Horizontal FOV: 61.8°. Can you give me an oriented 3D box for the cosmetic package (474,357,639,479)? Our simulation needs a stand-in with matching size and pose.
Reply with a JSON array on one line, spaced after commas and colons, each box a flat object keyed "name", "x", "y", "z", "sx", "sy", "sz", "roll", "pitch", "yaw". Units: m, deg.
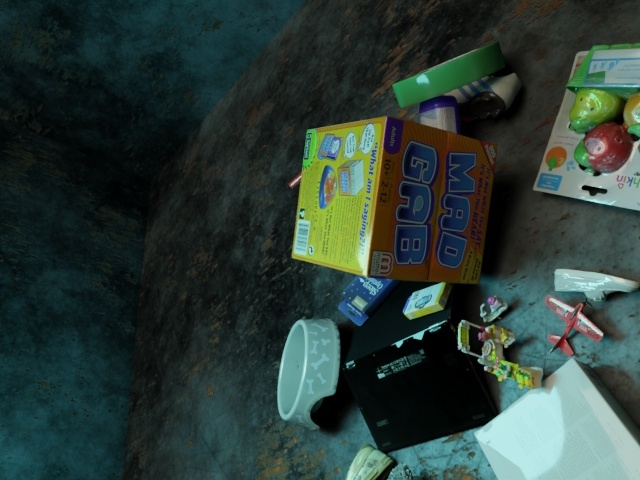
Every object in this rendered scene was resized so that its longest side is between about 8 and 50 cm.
[{"name": "cosmetic package", "x": 0.508, "y": 0.468, "z": 1.032, "sx": 0.284, "sy": 0.097, "sz": 0.377, "roll": -47, "pitch": 40, "yaw": 22}]

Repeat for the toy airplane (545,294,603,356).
[{"name": "toy airplane", "x": 0.548, "y": 0.191, "z": 1.172, "sx": 0.151, "sy": 0.028, "sz": 0.151, "roll": -12, "pitch": 75, "yaw": 54}]

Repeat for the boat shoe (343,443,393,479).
[{"name": "boat shoe", "x": 0.094, "y": 0.687, "z": 1.408, "sx": 0.089, "sy": 0.104, "sz": 0.285, "roll": 19, "pitch": 75, "yaw": 33}]

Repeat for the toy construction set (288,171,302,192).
[{"name": "toy construction set", "x": 0.082, "y": -0.191, "z": 1.786, "sx": 0.237, "sy": 0.309, "sz": 0.257, "roll": -39, "pitch": 52, "yaw": 26}]

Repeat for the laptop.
[{"name": "laptop", "x": 0.274, "y": 0.311, "z": 1.484, "sx": 0.382, "sy": 0.236, "sz": 0.408, "roll": -34, "pitch": 75, "yaw": 37}]

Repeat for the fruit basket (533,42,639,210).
[{"name": "fruit basket", "x": 0.658, "y": -0.258, "z": 1.188, "sx": 0.327, "sy": 0.165, "sz": 0.353, "roll": 26, "pitch": 95, "yaw": 54}]

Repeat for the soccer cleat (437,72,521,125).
[{"name": "soccer cleat", "x": 0.452, "y": -0.424, "z": 1.604, "sx": 0.143, "sy": 0.116, "sz": 0.331, "roll": -48, "pitch": 28, "yaw": -17}]

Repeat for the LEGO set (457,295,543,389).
[{"name": "LEGO set", "x": 0.392, "y": 0.248, "z": 1.222, "sx": 0.287, "sy": 0.107, "sz": 0.132, "roll": -88, "pitch": 22, "yaw": -61}]

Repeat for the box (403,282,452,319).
[{"name": "box", "x": 0.276, "y": 0.160, "z": 1.401, "sx": 0.136, "sy": 0.028, "sz": 0.081, "roll": -31, "pitch": 20, "yaw": 48}]

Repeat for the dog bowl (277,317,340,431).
[{"name": "dog bowl", "x": -0.045, "y": 0.404, "z": 1.659, "sx": 0.349, "sy": 0.102, "sz": 0.348, "roll": -168, "pitch": 90, "yaw": -75}]

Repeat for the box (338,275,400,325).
[{"name": "box", "x": 0.153, "y": 0.146, "z": 1.656, "sx": 0.225, "sy": 0.036, "sz": 0.136, "roll": -49, "pitch": 36, "yaw": -5}]

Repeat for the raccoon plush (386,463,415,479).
[{"name": "raccoon plush", "x": 0.058, "y": 0.678, "z": 1.235, "sx": 0.216, "sy": 0.446, "sz": 0.299, "roll": -157, "pitch": 77, "yaw": -67}]

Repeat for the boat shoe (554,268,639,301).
[{"name": "boat shoe", "x": 0.593, "y": 0.100, "z": 1.159, "sx": 0.184, "sy": 0.066, "sz": 0.063, "roll": 7, "pitch": 91, "yaw": 51}]

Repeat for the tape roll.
[{"name": "tape roll", "x": 0.373, "y": -0.486, "z": 1.572, "sx": 0.321, "sy": 0.077, "sz": 0.321, "roll": -21, "pitch": 14, "yaw": 6}]

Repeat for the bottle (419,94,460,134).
[{"name": "bottle", "x": 0.354, "y": -0.272, "z": 1.558, "sx": 0.118, "sy": 0.092, "sz": 0.282, "roll": -174, "pitch": 76, "yaw": -66}]

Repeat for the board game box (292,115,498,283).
[{"name": "board game box", "x": 0.180, "y": -0.095, "z": 1.386, "sx": 0.356, "sy": 0.356, "sz": 0.356, "roll": 11, "pitch": 94, "yaw": 59}]
